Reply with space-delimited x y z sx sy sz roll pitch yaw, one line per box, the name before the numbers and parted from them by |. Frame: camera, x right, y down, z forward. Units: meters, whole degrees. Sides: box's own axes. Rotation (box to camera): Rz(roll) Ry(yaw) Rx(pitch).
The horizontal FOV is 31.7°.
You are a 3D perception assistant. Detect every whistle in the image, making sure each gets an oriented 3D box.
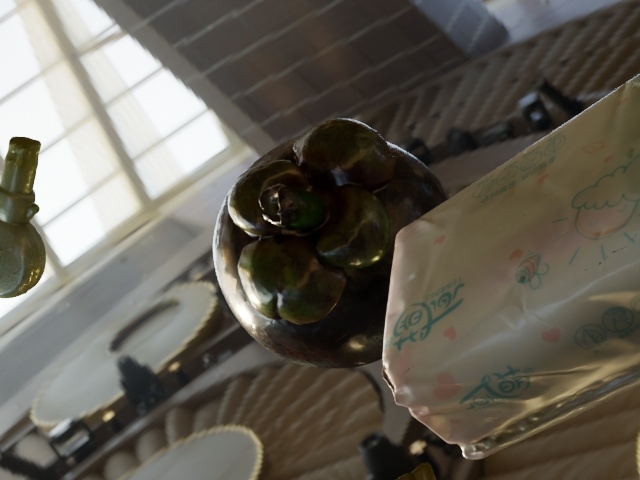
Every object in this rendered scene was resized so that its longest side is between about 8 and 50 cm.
whistle | -0.359 -0.024 1.295 0.104 0.198 0.057 25 -156 17

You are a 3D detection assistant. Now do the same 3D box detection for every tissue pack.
tissue pack | 0.181 0.012 0.797 0.271 0.124 0.201 -35 -156 30

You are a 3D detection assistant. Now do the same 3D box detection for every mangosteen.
mangosteen | 0.003 0.003 1.326 0.300 0.300 0.300 -30 -162 11

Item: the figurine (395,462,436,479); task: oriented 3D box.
figurine | 0.107 0.312 0.663 0.187 0.315 0.168 -34 156 -31
